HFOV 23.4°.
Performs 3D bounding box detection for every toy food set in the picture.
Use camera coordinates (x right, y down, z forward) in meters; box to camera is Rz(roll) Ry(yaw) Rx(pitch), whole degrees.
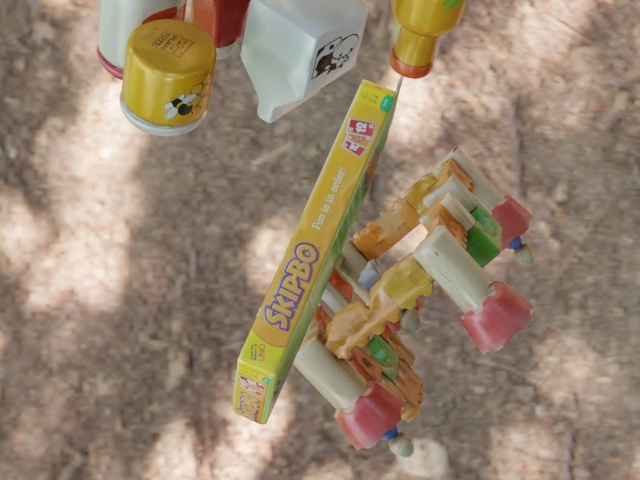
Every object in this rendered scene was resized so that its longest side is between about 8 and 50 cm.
[{"bbox_3d":[-0.026,-0.103,0.764,0.111,0.232,0.104,35,138,20],"label":"toy food set"}]

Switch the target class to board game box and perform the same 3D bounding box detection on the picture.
[{"bbox_3d":[0.000,0.000,1.139,0.039,0.124,0.259,24,67,5],"label":"board game box"}]

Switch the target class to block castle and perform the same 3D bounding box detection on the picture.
[{"bbox_3d":[0.141,0.084,2.087,0.303,0.453,0.213,-40,100,17],"label":"block castle"}]
